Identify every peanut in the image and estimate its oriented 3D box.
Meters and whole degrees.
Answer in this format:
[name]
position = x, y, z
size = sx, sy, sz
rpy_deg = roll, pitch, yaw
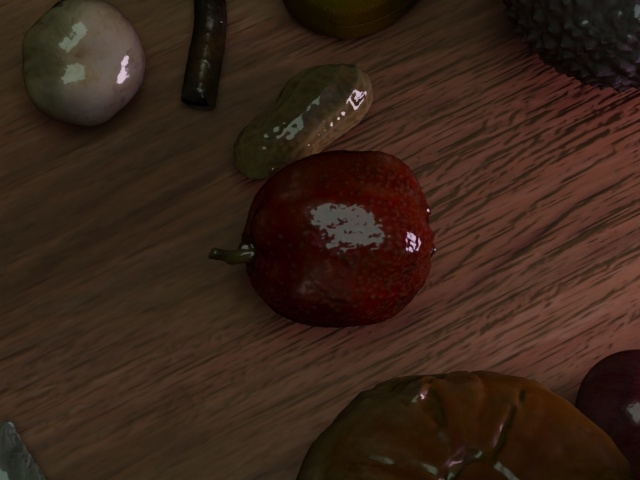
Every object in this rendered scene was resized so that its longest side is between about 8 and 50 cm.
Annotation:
[peanut]
position = -0.022, -0.143, 2.041
size = 0.194, 0.083, 0.093
rpy_deg = -35, 92, -14

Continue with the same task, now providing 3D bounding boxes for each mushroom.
[mushroom]
position = -0.282, -0.209, 2.033
size = 0.154, 0.122, 0.154
rpy_deg = -6, 100, -34

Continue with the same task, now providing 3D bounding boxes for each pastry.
[pastry]
position = 0.152, 0.328, 1.814
size = 0.410, 0.245, 0.409
rpy_deg = 7, 58, -12

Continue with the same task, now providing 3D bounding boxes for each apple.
[apple]
position = 0.354, 0.196, 1.936
size = 0.153, 0.120, 0.153
rpy_deg = 17, 63, -37

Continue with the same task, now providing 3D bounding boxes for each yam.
[yam]
position = -0.130, -0.317, 2.108
size = 0.045, 0.045, 0.326
rpy_deg = 20, 67, -39

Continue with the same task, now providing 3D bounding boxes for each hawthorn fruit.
[hawthorn fruit]
position = 0.000, 0.000, 1.945
size = 0.253, 0.205, 0.205
rpy_deg = -4, 74, -5

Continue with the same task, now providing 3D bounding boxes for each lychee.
[lychee]
position = 0.353, -0.299, 2.009
size = 0.300, 0.300, 0.300
rpy_deg = 1, 73, -4

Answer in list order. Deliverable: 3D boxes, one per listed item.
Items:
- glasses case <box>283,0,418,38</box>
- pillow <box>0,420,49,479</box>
[glasses case]
position = 0.097, -0.412, 2.102
size = 0.173, 0.141, 0.371
rpy_deg = 29, 74, 4
[pillow]
position = -0.336, 0.320, 1.900
size = 0.128, 0.051, 0.229
rpy_deg = -32, 80, -10
